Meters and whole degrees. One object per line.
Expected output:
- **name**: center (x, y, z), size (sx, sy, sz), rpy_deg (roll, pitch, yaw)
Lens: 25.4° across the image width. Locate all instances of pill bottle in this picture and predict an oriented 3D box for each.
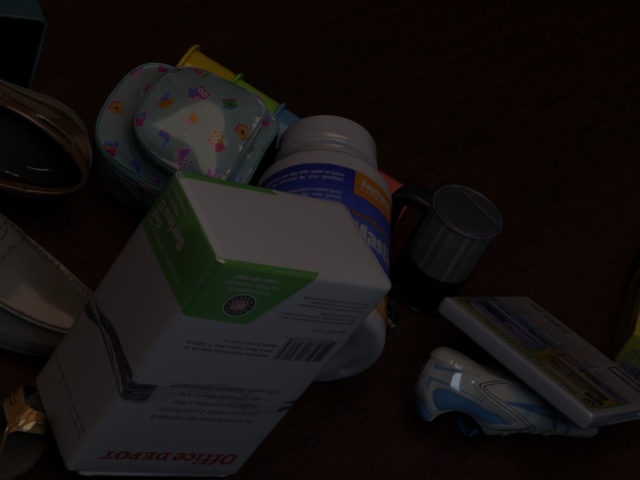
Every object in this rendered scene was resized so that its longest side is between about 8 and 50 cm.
- **pill bottle**: center (0.000, 0.000, 1.507), size (0.152, 0.152, 0.272), rpy_deg (16, 50, -13)

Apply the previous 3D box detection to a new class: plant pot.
- **plant pot**: center (-0.415, -0.253, 1.571), size (0.165, 0.165, 0.234), rpy_deg (4, 42, -24)

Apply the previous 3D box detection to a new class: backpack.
- **backpack**: center (-0.156, -0.107, 1.559), size (0.188, 0.144, 0.166), rpy_deg (23, 63, 8)

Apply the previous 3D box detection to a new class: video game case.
- **video game case**: center (0.254, 0.129, 1.555), size (0.212, 0.023, 0.193), rpy_deg (40, 20, 30)

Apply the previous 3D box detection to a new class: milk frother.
- **milk frother**: center (0.114, 0.024, 1.580), size (0.129, 0.134, 0.143), rpy_deg (21, 41, -6)

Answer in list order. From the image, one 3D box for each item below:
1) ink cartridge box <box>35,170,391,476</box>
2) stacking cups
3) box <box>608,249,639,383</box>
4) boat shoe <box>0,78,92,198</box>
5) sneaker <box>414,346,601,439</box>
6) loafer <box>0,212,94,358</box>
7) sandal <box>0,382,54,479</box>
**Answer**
- **ink cartridge box**: center (-0.101, 0.085, 1.271), size (0.198, 0.273, 0.114), rpy_deg (10, 39, -42)
- **stacking cups**: center (-0.035, -0.116, 1.683), size (0.316, 0.096, 0.096), rpy_deg (30, 41, 0)
- **box**: center (0.401, 0.079, 1.714), size (0.058, 0.087, 0.232), rpy_deg (26, 42, 2)
- **boat shoe**: center (-0.375, -0.125, 1.436), size (0.324, 0.123, 0.116), rpy_deg (15, 20, -28)
- **sneaker**: center (0.200, 0.178, 1.523), size (0.237, 0.086, 0.085), rpy_deg (18, 12, -28)
- **loafer**: center (-0.346, 0.006, 1.371), size (0.319, 0.111, 0.112), rpy_deg (29, 41, 2)
- **sandal**: center (-0.261, 0.159, 1.305), size (0.072, 0.049, 0.180), rpy_deg (41, 42, 15)
